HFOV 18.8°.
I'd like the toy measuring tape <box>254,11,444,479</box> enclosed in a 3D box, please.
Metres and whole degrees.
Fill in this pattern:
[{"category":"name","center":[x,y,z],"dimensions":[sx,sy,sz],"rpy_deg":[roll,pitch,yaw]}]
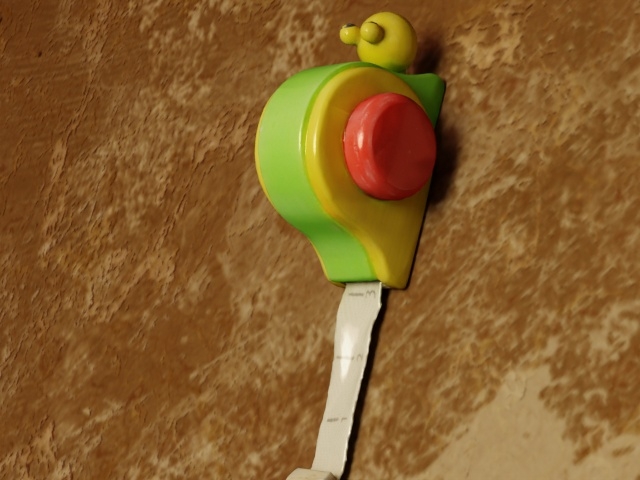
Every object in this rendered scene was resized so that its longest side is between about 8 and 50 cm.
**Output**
[{"category":"toy measuring tape","center":[0.000,0.000,1.241],"dimensions":[0.121,0.121,0.330],"rpy_deg":[-2,69,49]}]
